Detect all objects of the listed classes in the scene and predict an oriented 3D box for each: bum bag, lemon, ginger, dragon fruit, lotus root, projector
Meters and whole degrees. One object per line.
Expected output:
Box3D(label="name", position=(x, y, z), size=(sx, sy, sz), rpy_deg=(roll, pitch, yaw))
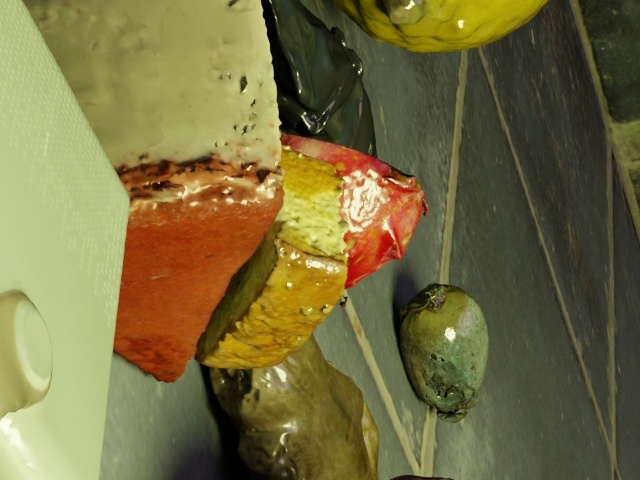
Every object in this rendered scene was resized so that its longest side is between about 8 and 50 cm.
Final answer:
Box3D(label="bum bag", position=(-0.001, -0.127, 1.570), size=(0.310, 0.074, 0.137), rpy_deg=(44, 29, -64))
Box3D(label="lemon", position=(0.108, -0.308, 1.731), size=(0.316, 0.285, 0.285), rpy_deg=(-20, 100, -46))
Box3D(label="ginger", position=(-0.007, 0.135, 1.371), size=(0.333, 0.080, 0.166), rpy_deg=(64, 34, -35))
Box3D(label="dragon fruit", position=(0.000, 0.000, 1.407), size=(0.153, 0.153, 0.111), rpy_deg=(45, 55, -63))
Box3D(label="lotus root", position=(0.118, 0.108, 1.817), size=(0.088, 0.088, 0.165), rpy_deg=(-79, 163, -51))
Box3D(label="projector", position=(-0.175, 0.018, 0.738), size=(0.242, 0.163, 0.177), rpy_deg=(-90, 160, -46))

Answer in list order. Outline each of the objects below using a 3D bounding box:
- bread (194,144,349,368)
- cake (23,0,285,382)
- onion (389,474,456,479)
Box3D(label="bread", position=(-0.031, 0.012, 1.135), size=(0.187, 0.065, 0.103), rpy_deg=(123, -29, -60))
Box3D(label="cake", position=(-0.075, -0.038, 1.109), size=(0.262, 0.159, 0.158), rpy_deg=(51, 29, -61))
Box3D(label="onion", position=(0.019, 0.269, 1.201), size=(0.159, 0.267, 0.349), rpy_deg=(44, -22, 20))
